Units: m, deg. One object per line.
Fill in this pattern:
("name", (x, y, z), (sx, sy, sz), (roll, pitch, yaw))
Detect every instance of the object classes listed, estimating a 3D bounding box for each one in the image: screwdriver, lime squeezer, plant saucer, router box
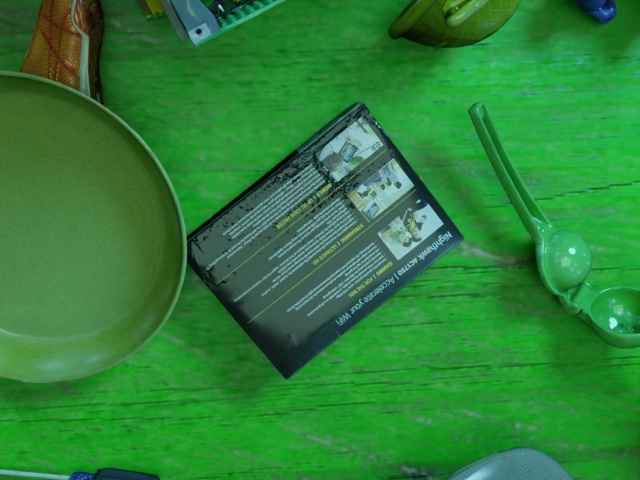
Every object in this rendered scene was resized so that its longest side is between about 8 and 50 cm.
("screwdriver", (-0.211, 0.188, 0.732), (0.169, 0.025, 0.024), (6, 96, -6))
("lime squeezer", (0.216, 0.024, 0.711), (0.310, 0.110, 0.059), (38, 67, 7))
("plant saucer", (-0.213, -0.008, 0.674), (0.240, 0.037, 0.241), (1, 113, 2))
("router box", (0.000, 0.000, 0.716), (0.179, 0.046, 0.133), (-38, 99, 1))

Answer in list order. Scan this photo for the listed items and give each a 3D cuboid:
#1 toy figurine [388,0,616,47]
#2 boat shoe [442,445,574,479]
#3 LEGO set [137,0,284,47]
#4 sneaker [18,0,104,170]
("toy figurine", (0.247, -0.217, 0.646), (0.217, 0.191, 0.362), (38, 96, -20))
("boat shoe", (0.057, 0.297, 0.720), (0.355, 0.130, 0.132), (-42, 89, -17))
("LEGO set", (-0.028, -0.276, 0.577), (0.331, 0.255, 0.192), (-24, 115, 6))
("sneaker", (-0.192, -0.134, 0.675), (0.067, 0.064, 0.175), (1, 95, 0))
